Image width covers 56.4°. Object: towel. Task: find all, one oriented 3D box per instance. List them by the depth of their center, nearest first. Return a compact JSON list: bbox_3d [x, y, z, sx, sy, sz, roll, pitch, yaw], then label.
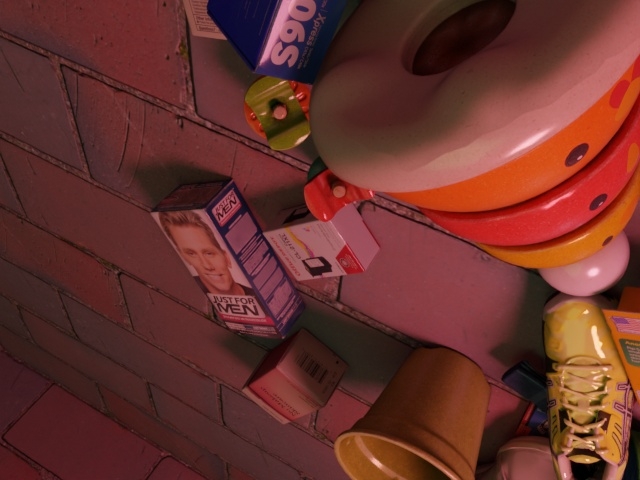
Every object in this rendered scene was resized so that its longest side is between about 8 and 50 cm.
[{"bbox_3d":[0.383,0.262,1.048,0.119,0.029,0.067,35,142,4],"label":"towel"}]

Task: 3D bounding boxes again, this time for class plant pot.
[{"bbox_3d":[0.203,0.353,1.146,0.276,0.254,0.276,21,140,19],"label":"plant pot"}]

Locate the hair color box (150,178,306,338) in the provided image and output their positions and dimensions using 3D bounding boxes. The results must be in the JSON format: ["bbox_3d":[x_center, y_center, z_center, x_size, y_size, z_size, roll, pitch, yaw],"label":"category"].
[{"bbox_3d":[-0.188,0.046,1.256,0.174,0.105,0.347,-1,128,39],"label":"hair color box"}]

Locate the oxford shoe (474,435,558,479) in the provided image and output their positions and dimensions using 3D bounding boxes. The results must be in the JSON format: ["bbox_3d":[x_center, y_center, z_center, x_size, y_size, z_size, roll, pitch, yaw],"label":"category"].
[{"bbox_3d":[0.411,0.526,1.248,0.169,0.130,0.449,31,145,8],"label":"oxford shoe"}]

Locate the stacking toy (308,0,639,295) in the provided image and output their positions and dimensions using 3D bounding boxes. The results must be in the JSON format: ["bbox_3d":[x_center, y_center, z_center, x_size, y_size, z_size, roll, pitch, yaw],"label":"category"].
[{"bbox_3d":[0.249,-0.089,0.682,0.351,0.350,0.480,-6,145,42],"label":"stacking toy"}]

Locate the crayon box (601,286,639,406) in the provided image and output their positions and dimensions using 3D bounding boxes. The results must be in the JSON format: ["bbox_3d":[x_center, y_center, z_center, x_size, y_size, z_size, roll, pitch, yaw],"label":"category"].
[{"bbox_3d":[0.520,0.165,0.784,0.203,0.083,0.323,4,143,44],"label":"crayon box"}]

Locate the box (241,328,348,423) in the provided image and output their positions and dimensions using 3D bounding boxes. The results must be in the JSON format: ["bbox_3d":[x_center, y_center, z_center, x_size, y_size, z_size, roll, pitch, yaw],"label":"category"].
[{"bbox_3d":[-0.066,0.334,1.442,0.149,0.127,0.232,40,142,-5],"label":"box"}]

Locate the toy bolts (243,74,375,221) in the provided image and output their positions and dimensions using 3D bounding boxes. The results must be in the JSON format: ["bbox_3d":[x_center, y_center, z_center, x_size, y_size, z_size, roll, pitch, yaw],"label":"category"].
[{"bbox_3d":[0.016,-0.165,0.894,0.218,0.158,0.228,-23,108,4],"label":"toy bolts"}]

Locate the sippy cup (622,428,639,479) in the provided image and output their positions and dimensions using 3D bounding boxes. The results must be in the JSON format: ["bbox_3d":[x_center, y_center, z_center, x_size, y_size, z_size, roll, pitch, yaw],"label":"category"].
[{"bbox_3d":[0.600,0.461,0.988,0.224,0.240,0.305,15,161,11],"label":"sippy cup"}]

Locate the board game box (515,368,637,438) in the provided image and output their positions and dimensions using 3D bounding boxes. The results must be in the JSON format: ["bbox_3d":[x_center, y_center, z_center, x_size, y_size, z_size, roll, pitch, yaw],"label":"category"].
[{"bbox_3d":[0.460,0.311,1.085,0.145,0.027,0.281,20,140,19],"label":"board game box"}]

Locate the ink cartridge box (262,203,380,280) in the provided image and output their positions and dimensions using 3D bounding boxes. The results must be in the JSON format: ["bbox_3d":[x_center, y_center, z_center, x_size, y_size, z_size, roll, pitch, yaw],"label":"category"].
[{"bbox_3d":[0.000,0.000,1.085,0.175,0.072,0.127,-12,122,44],"label":"ink cartridge box"}]

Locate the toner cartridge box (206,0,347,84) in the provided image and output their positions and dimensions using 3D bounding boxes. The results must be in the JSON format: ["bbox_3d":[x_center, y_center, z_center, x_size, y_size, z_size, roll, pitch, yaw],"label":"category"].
[{"bbox_3d":[-0.004,-0.345,0.565,0.165,0.075,0.348,56,131,40],"label":"toner cartridge box"}]

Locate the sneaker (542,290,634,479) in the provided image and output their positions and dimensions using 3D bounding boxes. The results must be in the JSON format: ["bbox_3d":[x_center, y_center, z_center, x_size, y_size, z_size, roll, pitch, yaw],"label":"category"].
[{"bbox_3d":[0.418,0.250,0.910,0.145,0.147,0.384,-5,113,26],"label":"sneaker"}]

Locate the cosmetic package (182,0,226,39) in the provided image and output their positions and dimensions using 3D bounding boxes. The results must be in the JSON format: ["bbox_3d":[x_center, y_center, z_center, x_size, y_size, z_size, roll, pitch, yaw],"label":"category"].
[{"bbox_3d":[-0.107,-0.407,0.714,0.160,0.113,0.309,16,137,25],"label":"cosmetic package"}]
